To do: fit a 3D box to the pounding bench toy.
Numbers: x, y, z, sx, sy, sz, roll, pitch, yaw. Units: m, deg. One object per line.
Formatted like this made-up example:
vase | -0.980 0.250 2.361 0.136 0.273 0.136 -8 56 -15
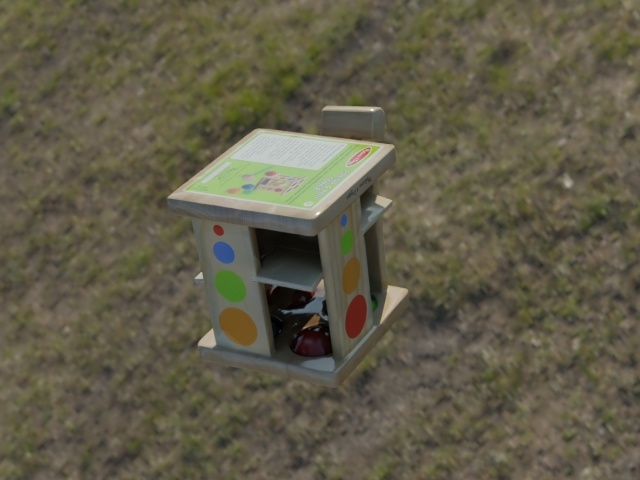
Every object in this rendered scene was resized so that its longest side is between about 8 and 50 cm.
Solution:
pounding bench toy | 0.000 0.000 0.439 0.052 0.065 0.083 9 32 29
